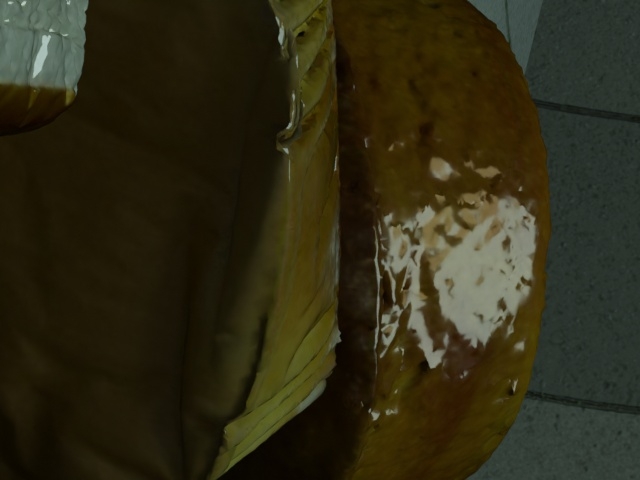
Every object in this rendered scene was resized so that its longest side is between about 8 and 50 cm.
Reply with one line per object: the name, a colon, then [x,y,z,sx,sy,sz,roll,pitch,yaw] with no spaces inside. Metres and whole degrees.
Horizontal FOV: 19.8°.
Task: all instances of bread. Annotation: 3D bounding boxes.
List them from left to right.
bread: [-0.076,-0.039,0.732,0.156,0.204,0.288,-45,140,-59]
bread: [0.000,-0.006,0.948,0.312,0.172,0.312,176,-90,-69]

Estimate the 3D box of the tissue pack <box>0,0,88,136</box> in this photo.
tissue pack: [-0.164,-0.070,0.370,0.226,0.183,0.092,-12,113,-76]
